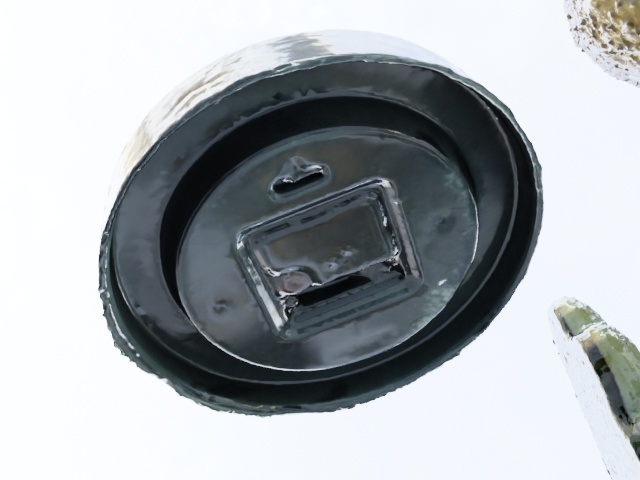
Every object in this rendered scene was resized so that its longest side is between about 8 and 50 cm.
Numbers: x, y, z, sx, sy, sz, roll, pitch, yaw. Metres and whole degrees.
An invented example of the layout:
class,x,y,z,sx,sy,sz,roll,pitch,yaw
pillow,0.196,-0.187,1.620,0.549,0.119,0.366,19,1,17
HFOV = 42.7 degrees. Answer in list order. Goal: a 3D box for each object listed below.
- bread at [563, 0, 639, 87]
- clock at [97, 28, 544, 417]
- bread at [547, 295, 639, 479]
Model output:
class,x,y,z,sx,sy,sz,roll,pitch,yaw
bread,0.345,-0.192,0.721,0.305,0.305,0.158,38,-65,33
clock,0.000,0.000,0.517,0.280,0.281,0.055,-55,-148,25
bread,0.282,0.183,0.716,0.056,0.207,0.286,-23,-92,3
